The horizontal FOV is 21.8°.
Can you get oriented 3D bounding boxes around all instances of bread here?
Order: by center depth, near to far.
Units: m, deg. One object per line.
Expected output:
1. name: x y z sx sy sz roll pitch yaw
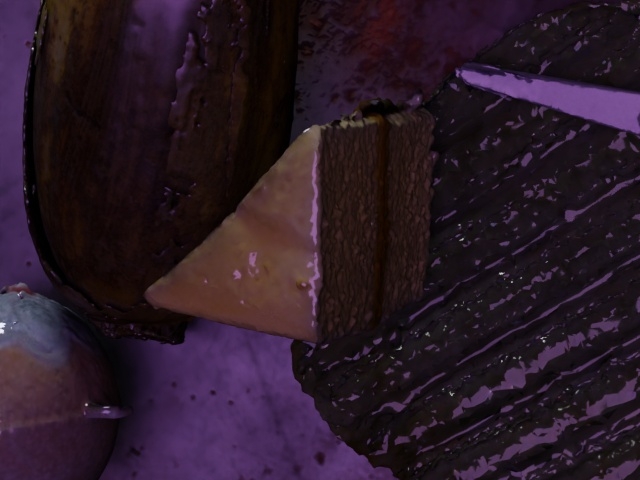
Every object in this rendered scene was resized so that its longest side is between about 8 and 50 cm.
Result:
1. bread: 0.000 0.000 1.126 0.178 0.266 0.142 -30 84 22

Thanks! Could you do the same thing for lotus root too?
1. lotus root: -0.118 -0.093 1.225 0.196 0.179 0.398 22 117 29

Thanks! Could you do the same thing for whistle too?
1. whistle: -0.297 0.127 1.317 0.347 0.189 0.189 -5 95 27

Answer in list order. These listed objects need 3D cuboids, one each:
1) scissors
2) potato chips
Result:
1. scissors: 0.265 -0.078 1.159 0.360 0.029 0.191 15 100 13
2. potato chips: 0.175 0.034 1.235 0.429 0.070 0.358 -34 85 14
